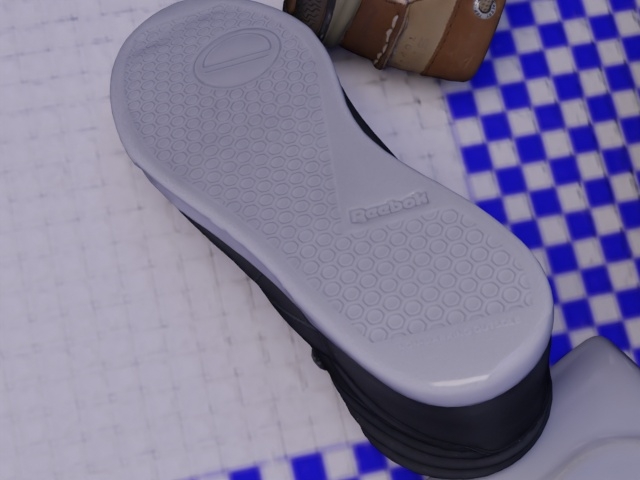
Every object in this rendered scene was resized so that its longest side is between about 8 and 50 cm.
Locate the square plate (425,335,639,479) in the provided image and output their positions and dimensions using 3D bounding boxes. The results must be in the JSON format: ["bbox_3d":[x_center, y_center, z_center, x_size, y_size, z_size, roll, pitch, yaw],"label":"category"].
[{"bbox_3d":[0.133,0.240,0.399,0.344,0.049,0.347,-32,69,-29],"label":"square plate"}]

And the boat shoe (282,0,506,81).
[{"bbox_3d":[0.093,-0.229,0.559,0.120,0.122,0.324,26,82,-6],"label":"boat shoe"}]

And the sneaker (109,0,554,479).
[{"bbox_3d":[0.000,0.000,0.494,0.104,0.147,0.296,-35,51,-10],"label":"sneaker"}]
